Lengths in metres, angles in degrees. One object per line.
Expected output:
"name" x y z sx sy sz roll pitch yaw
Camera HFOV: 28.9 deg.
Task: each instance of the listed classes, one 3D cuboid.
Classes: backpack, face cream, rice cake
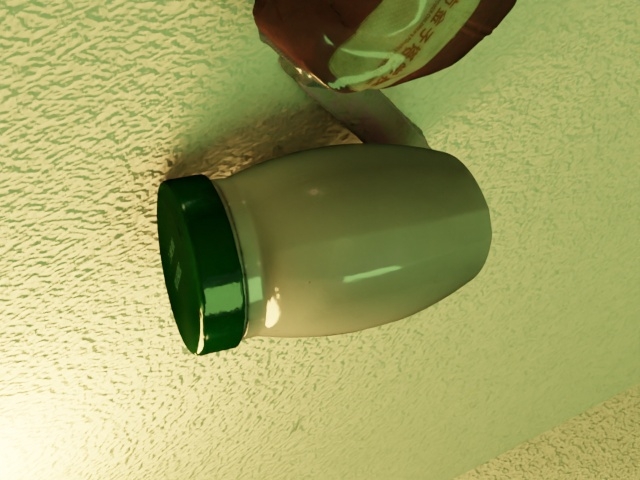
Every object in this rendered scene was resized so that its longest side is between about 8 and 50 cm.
"backpack" 0.095 -0.280 1.276 0.283 0.197 0.317 -46 165 19
"face cream" 0.000 0.000 1.475 0.357 0.312 0.219 -10 99 -17
"rice cake" 0.058 -0.158 1.534 0.073 0.056 0.365 -43 149 6
